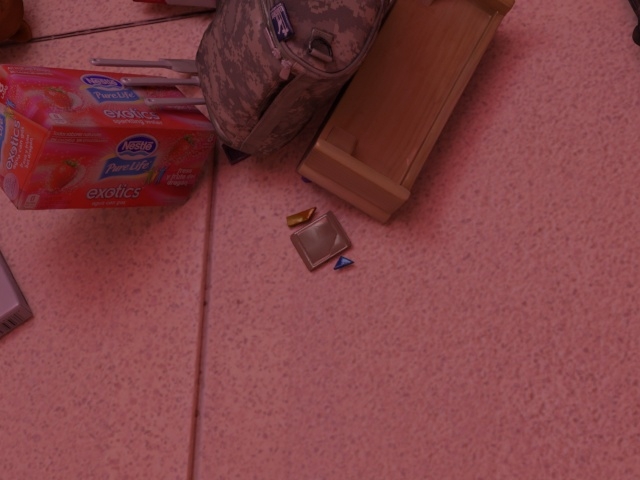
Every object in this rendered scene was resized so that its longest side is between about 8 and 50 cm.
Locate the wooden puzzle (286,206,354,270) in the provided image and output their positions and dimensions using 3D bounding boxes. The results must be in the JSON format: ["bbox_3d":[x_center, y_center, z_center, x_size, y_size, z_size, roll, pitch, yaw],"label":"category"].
[{"bbox_3d":[0.000,0.000,1.651,0.079,0.014,0.116,-28,59,7],"label":"wooden puzzle"}]

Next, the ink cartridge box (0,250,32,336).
[{"bbox_3d":[-0.575,0.089,1.767,0.223,0.045,0.224,-34,59,-2],"label":"ink cartridge box"}]

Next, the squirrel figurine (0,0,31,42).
[{"bbox_3d":[-0.663,-0.305,1.905,0.371,0.281,0.396,-11,75,0],"label":"squirrel figurine"}]

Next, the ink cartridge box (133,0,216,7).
[{"bbox_3d":[-0.149,-0.488,1.855,0.306,0.131,0.226,11,57,21],"label":"ink cartridge box"}]

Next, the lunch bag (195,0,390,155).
[{"bbox_3d":[-0.042,-0.279,1.603,0.213,0.305,0.256,16,65,-18],"label":"lunch bag"}]

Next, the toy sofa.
[{"bbox_3d":[0.116,-0.214,1.656,0.150,0.177,0.362,30,74,-4],"label":"toy sofa"}]

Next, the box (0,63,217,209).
[{"bbox_3d":[-0.316,-0.145,1.646,0.154,0.300,0.142,46,120,31],"label":"box"}]

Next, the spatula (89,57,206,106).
[{"bbox_3d":[-0.211,-0.237,1.728,0.168,0.242,0.019,38,115,26],"label":"spatula"}]

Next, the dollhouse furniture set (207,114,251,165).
[{"bbox_3d":[-0.113,-0.190,1.740,0.114,0.081,0.091,-27,60,3],"label":"dollhouse furniture set"}]

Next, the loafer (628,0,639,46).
[{"bbox_3d":[0.470,-0.302,1.623,0.084,0.096,0.267,-22,51,29],"label":"loafer"}]
